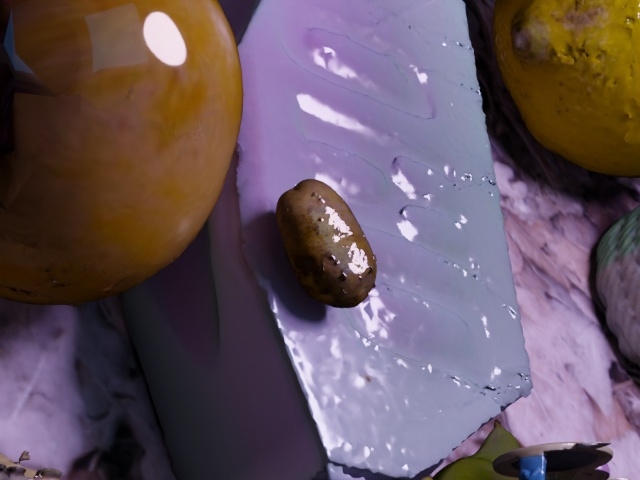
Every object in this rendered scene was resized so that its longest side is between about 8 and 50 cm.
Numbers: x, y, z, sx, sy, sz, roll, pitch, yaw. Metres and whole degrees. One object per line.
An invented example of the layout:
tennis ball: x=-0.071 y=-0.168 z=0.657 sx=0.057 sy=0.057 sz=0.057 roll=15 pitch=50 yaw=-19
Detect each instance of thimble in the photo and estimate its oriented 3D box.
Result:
thimble: x=0.363 y=0.046 z=1.529 sx=0.219 sy=0.150 sz=0.219 roll=28 pitch=45 yaw=-31

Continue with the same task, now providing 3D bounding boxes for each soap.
soap: x=0.000 y=0.000 z=1.173 sx=0.261 sy=0.156 sz=0.446 roll=20 pitch=50 yaw=-36

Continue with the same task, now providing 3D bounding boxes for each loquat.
loquat: x=-0.160 y=-0.074 z=1.001 sx=0.235 sy=0.235 sz=0.235 roll=27 pitch=46 yaw=-32

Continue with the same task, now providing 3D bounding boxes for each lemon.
lemon: x=0.286 y=-0.183 z=1.539 sx=0.310 sy=0.258 sz=0.257 roll=-5 pitch=67 yaw=-46

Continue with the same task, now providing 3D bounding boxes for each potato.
potato: x=0.002 y=0.002 z=1.020 sx=0.051 sy=0.040 sz=0.083 roll=-14 pitch=72 yaw=-41

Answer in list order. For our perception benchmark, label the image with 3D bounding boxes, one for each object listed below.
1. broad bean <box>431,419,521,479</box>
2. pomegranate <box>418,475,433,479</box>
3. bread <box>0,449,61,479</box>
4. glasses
broad bean: x=0.082 y=0.234 z=1.167 sx=0.075 sy=0.067 sz=0.325 roll=28 pitch=43 yaw=2
pomegranate: x=0.037 y=0.265 z=0.971 sx=0.198 sy=0.198 sz=0.246 roll=47 pitch=44 yaw=-10
bread: x=-0.248 y=0.088 z=0.823 sx=0.240 sy=0.178 sz=0.135 roll=18 pitch=52 yaw=-36
glasses: x=0.156 y=0.251 z=1.183 sx=0.189 sy=0.088 sz=0.220 roll=43 pitch=63 yaw=-50
